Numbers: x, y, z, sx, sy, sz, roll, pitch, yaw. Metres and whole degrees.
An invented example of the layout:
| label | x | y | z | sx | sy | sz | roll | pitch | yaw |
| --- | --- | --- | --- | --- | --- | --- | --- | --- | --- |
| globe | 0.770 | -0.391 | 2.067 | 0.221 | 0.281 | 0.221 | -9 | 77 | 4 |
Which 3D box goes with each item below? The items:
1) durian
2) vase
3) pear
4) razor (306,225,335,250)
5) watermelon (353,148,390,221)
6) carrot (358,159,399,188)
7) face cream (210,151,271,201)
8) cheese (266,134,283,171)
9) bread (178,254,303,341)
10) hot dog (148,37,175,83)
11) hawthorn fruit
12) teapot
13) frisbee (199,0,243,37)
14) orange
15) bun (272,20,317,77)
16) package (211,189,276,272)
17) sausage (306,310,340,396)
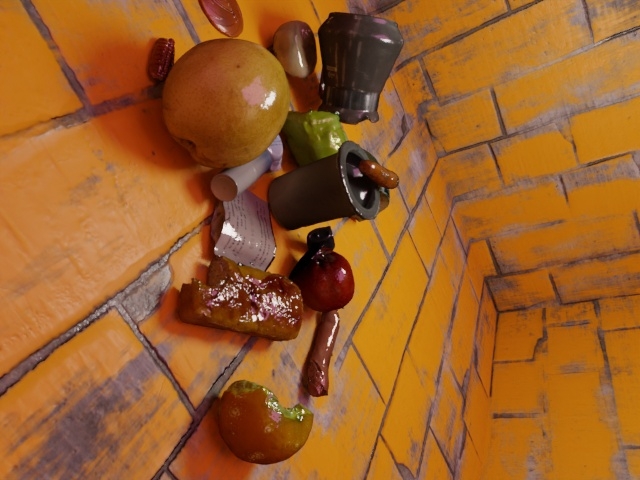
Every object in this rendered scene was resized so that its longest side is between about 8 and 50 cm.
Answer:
| label | x | y | z | sx | sy | sz | roll | pitch | yaw |
| --- | --- | --- | --- | --- | --- | --- | --- | --- | --- |
| durian | 0.022 | -0.307 | 1.589 | 0.256 | 0.204 | 0.339 | -32 | 97 | -54 |
| vase | 0.005 | -0.141 | 1.416 | 0.245 | 0.291 | 0.245 | 32 | 50 | -48 |
| pear | -0.226 | -0.327 | 1.125 | 0.314 | 0.314 | 0.314 | 30 | 53 | -50 |
| razor | 0.000 | 0.000 | 1.493 | 0.148 | 0.090 | 0.054 | 79 | -7 | -70 |
| watermelon | 0.129 | -0.219 | 1.754 | 0.320 | 0.214 | 0.289 | 155 | -83 | -76 |
| carrot | 0.173 | -0.197 | 1.382 | 0.186 | 0.060 | 0.060 | 17 | 63 | -48 |
| face cream | -0.209 | -0.184 | 1.265 | 0.077 | 0.077 | 0.250 | 65 | 24 | -17 |
| cheese | -0.175 | -0.332 | 1.440 | 0.135 | 0.052 | 0.244 | -27 | 99 | -61 |
| bread | -0.184 | 0.145 | 1.170 | 0.380 | 0.109 | 0.185 | 26 | 57 | -49 |
| hot dog | -0.391 | -0.453 | 1.157 | 0.062 | 0.038 | 0.144 | 36 | 48 | -46 |
| hawthorn fruit | 0.016 | 0.138 | 1.434 | 0.251 | 0.190 | 0.189 | 66 | 31 | -30 |
| teapot | 0.106 | -0.618 | 1.695 | 0.306 | 0.376 | 0.361 | -2 | 114 | -29 |
| frisbee | -0.298 | -0.725 | 1.428 | 0.192 | 0.035 | 0.192 | 30 | 52 | -48 |
| orange | -0.126 | 0.428 | 1.069 | 0.237 | 0.179 | 0.158 | 44 | 40 | -43 |
| bun | -0.095 | -0.671 | 1.647 | 0.178 | 0.128 | 0.193 | -29 | 113 | -60 |
| package | -0.202 | -0.041 | 1.266 | 0.204 | 0.062 | 0.250 | 34 | 46 | -48 |
| sausage | 0.010 | 0.339 | 1.430 | 0.078 | 0.078 | 0.304 | 52 | 36 | -33 |
